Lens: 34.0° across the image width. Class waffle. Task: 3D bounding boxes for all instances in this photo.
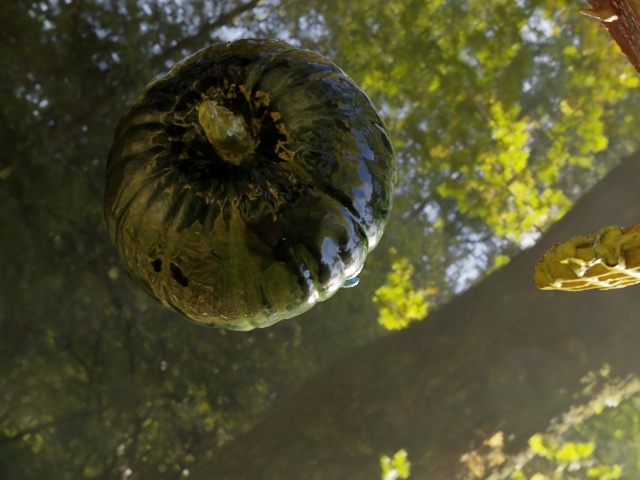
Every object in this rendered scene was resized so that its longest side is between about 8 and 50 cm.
[{"bbox_3d":[0.364,0.007,1.106,0.291,0.291,0.051,128,-46,-74],"label":"waffle"}]

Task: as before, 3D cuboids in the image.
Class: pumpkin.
[{"bbox_3d":[-0.062,-0.052,0.855,0.250,0.250,0.216,45,-7,22],"label":"pumpkin"}]

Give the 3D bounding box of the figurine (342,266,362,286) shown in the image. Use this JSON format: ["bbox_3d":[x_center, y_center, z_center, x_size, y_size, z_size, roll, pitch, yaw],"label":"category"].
[{"bbox_3d":[0.000,0.000,1.207,0.114,0.079,0.114,30,-45,35],"label":"figurine"}]

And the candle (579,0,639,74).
[{"bbox_3d":[0.406,-0.300,1.329,0.287,0.131,0.317,53,13,-25],"label":"candle"}]
